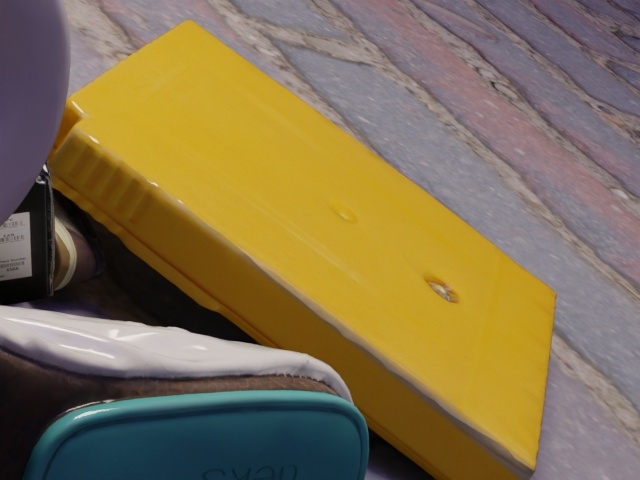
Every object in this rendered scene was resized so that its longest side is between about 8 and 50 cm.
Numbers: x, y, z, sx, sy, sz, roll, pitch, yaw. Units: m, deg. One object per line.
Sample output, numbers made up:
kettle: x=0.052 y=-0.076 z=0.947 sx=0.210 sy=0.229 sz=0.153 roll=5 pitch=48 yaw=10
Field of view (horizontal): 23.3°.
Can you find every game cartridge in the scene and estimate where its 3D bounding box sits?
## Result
game cartridge: x=0.000 y=0.000 z=0.948 sx=0.323 sy=0.053 sz=0.285 roll=36 pitch=21 yaw=-1

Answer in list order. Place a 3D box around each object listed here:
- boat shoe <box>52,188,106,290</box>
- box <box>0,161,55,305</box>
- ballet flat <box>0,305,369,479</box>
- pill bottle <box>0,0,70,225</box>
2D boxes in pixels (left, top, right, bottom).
boat shoe: x=-0.172 y=-0.026 z=0.854 sx=0.049 sy=0.056 sz=0.152 roll=7 pitch=39 yaw=-54
box: x=-0.212 y=-0.040 z=0.648 sx=0.180 sy=0.077 sz=0.147 roll=-8 pitch=50 yaw=-16
ballet flat: x=-0.151 y=0.072 z=0.580 sx=0.400 sy=0.139 sz=0.139 roll=10 pitch=28 yaw=-47
pill bottle: x=-0.198 y=-0.072 z=0.514 sx=0.221 sy=0.124 sz=0.124 roll=18 pitch=12 yaw=36
